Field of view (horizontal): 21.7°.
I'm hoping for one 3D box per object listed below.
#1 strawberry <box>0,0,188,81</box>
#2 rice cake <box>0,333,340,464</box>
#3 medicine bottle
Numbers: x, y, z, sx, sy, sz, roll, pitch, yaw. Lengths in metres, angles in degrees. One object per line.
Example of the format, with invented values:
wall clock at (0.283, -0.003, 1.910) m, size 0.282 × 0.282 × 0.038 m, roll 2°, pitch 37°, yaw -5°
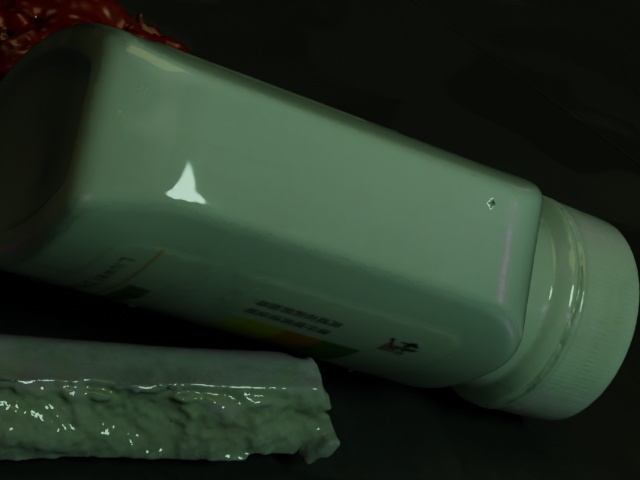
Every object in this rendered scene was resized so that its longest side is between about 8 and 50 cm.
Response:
strawberry at (-0.158, -0.065, 0.839) m, size 0.174 × 0.098 × 0.228 m, roll 36°, pitch 32°, yaw 28°
rice cake at (-0.119, 0.062, 0.692) m, size 0.270 × 0.049 × 0.055 m, roll 6°, pitch 17°, yaw -21°
medicine bottle at (0.000, 0.000, 0.755) m, size 0.296 × 0.111 × 0.161 m, roll 17°, pitch -14°, yaw -31°
